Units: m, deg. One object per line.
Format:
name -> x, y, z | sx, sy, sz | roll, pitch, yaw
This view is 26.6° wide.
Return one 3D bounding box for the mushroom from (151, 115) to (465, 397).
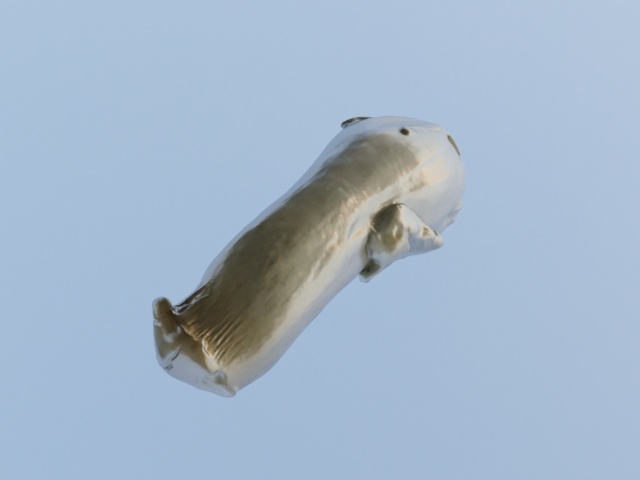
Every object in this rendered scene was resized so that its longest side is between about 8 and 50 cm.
mushroom -> 0.002, -0.002, 0.817 | 0.099, 0.096, 0.278 | 52, -135, -2
